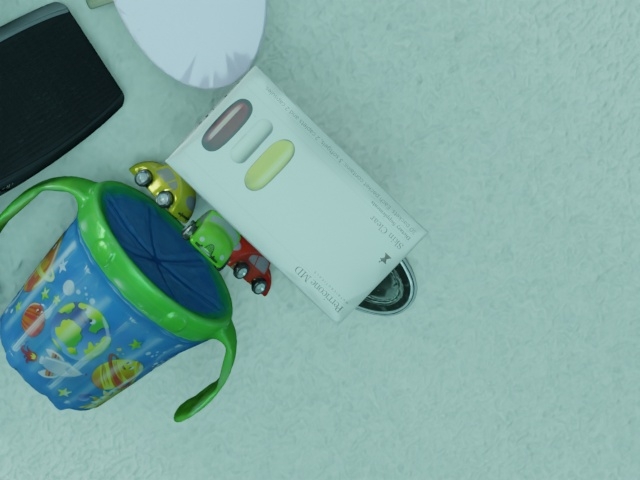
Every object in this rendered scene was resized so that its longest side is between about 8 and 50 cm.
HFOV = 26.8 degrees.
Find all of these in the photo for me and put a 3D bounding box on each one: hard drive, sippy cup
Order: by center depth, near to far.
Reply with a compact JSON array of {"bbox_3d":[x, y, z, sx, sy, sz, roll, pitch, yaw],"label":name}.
[{"bbox_3d":[-0.363,-0.164,1.600,0.254,0.054,0.172,-39,105,-29],"label":"hard drive"},{"bbox_3d":[-0.265,0.084,1.649,0.224,0.240,0.305,-43,64,15],"label":"sippy cup"}]

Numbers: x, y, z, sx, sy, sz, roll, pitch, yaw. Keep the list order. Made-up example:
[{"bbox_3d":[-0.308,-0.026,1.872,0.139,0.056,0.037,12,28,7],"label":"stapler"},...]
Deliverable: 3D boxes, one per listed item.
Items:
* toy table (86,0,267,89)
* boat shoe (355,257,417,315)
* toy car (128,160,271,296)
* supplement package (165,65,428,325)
[{"bbox_3d":[-0.163,-0.320,1.591,0.252,0.161,0.274,-8,102,-3],"label":"toy table"},{"bbox_3d":[0.003,-0.003,1.704,0.306,0.105,0.113,44,95,-12],"label":"boat shoe"},{"bbox_3d":[-0.130,-0.013,1.630,0.239,0.225,0.053,43,90,-12],"label":"toy car"},{"bbox_3d":[-0.032,-0.054,1.529,0.262,0.204,0.145,43,91,-7],"label":"supplement package"}]
